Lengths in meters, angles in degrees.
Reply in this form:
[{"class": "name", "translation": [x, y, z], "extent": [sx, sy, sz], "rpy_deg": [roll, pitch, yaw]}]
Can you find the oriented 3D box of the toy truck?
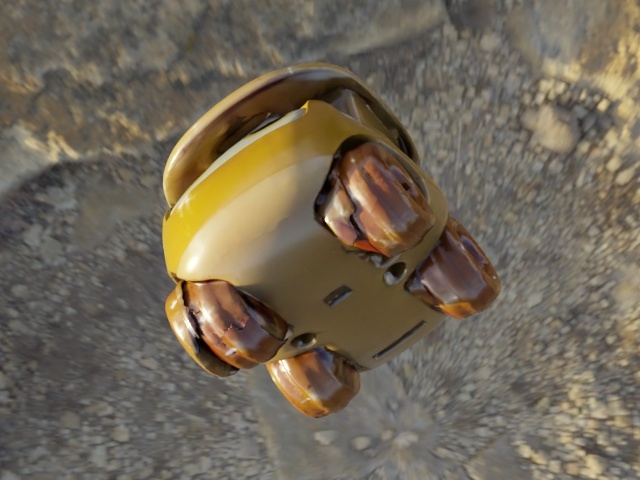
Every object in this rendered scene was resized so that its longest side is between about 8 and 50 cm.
[{"class": "toy truck", "translation": [0.000, 0.000, 1.115], "extent": [0.204, 0.288, 0.211], "rpy_deg": [-37, 52, 13]}]
